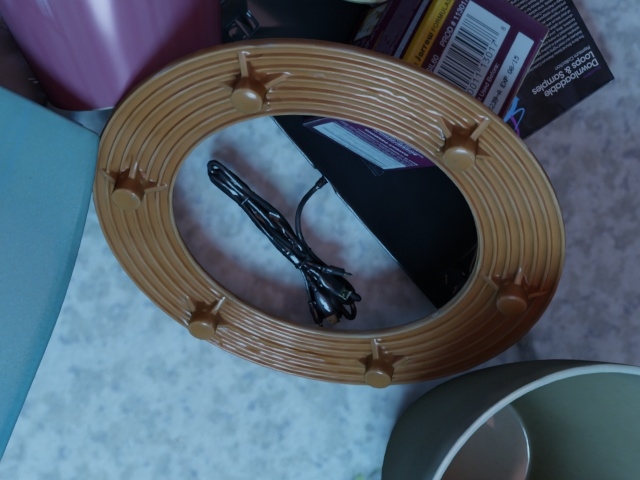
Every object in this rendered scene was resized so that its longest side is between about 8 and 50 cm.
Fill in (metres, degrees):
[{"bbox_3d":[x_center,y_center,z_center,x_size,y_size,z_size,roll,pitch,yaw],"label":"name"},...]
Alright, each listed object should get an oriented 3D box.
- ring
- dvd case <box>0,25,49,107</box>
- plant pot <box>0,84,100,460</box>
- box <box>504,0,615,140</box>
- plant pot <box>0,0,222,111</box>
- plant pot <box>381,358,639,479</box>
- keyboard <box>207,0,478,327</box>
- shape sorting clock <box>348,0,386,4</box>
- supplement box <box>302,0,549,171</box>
[{"bbox_3d":[0.000,0.000,0.998,0.337,0.336,0.032,30,45,-15],"label":"ring"},{"bbox_3d":[-0.316,-0.099,1.038,0.221,0.018,0.164,19,91,-15],"label":"dvd case"},{"bbox_3d":[-0.251,0.008,0.978,0.166,0.165,0.234,27,88,-17],"label":"plant pot"},{"bbox_3d":[0.148,-0.166,1.144,0.116,0.029,0.162,-33,101,-8],"label":"box"},{"bbox_3d":[-0.151,-0.195,0.989,0.201,0.201,0.180,-18,114,-12],"label":"plant pot"},{"bbox_3d":[0.146,0.191,1.051,0.256,0.274,0.256,-2,97,-14],"label":"plant pot"},{"bbox_3d":[0.014,-0.061,1.119,0.201,0.033,0.317,-44,103,-13],"label":"keyboard"},{"bbox_3d":[0.039,-0.281,1.087,0.206,0.040,0.206,0,88,-11],"label":"shape sorting clock"},{"bbox_3d":[0.069,-0.114,1.021,0.081,0.188,0.104,30,81,-16],"label":"supplement box"}]
